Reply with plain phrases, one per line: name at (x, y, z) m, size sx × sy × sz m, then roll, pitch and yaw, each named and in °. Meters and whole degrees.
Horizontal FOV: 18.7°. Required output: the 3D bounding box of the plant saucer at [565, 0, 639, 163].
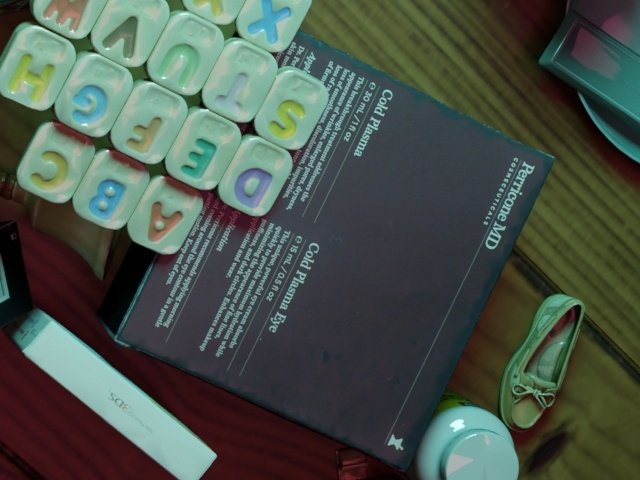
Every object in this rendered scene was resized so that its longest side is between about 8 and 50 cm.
plant saucer at (0.399, -0.223, 2.042) m, size 0.318 × 0.044 × 0.317 m, roll -1°, pitch 96°, yaw -14°

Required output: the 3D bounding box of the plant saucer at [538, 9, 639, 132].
plant saucer at (0.318, -0.159, 1.999) m, size 0.192 × 0.018 × 0.067 m, roll 32°, pitch 87°, yaw -13°

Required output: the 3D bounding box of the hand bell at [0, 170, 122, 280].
hand bell at (-0.306, -0.056, 1.872) m, size 0.242 × 0.126 × 0.126 m, roll 17°, pitch 91°, yaw -3°

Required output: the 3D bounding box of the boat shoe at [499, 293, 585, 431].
boat shoe at (0.233, 0.129, 2.033) m, size 0.056 × 0.048 × 0.153 m, roll 27°, pitch 89°, yaw -14°

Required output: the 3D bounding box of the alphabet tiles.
alphabet tiles at (-0.137, -0.135, 1.720) m, size 0.284 × 0.021 × 0.278 m, roll 26°, pitch 99°, yaw -24°

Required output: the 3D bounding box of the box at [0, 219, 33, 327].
box at (-0.373, 0.048, 1.798) m, size 0.158 × 0.156 × 0.093 m, roll -7°, pitch 99°, yaw 18°

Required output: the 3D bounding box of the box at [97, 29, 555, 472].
box at (0.000, 0.000, 1.898) m, size 0.312 × 0.179 × 0.343 m, roll 27°, pitch 89°, yaw -13°

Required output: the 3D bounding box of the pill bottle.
pill bottle at (0.134, 0.210, 1.947) m, size 0.103 × 0.184 × 0.103 m, roll -1°, pitch 96°, yaw -14°

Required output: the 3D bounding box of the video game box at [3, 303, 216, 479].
video game box at (-0.204, 0.144, 1.859) m, size 0.205 × 0.187 × 0.048 m, roll 41°, pitch 86°, yaw -14°

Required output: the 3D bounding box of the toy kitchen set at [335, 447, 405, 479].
toy kitchen set at (0.046, 0.250, 1.986) m, size 0.083 × 0.075 × 0.068 m, roll -9°, pitch 96°, yaw -13°

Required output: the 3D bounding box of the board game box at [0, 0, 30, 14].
board game box at (-0.245, -0.257, 1.773) m, size 0.124 × 0.259 × 0.039 m, roll -13°, pitch 84°, yaw -12°
